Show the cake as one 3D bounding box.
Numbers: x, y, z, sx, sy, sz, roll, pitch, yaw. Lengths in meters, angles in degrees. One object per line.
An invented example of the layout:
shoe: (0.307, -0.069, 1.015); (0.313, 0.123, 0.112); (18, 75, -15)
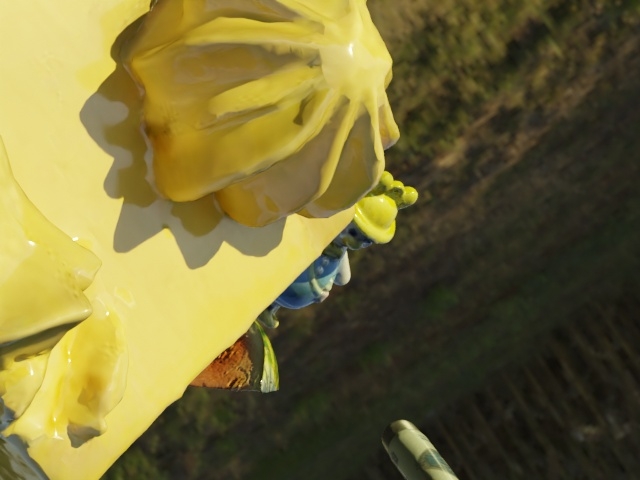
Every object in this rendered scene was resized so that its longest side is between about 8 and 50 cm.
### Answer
cake: (-0.128, -0.035, 0.592); (0.227, 0.222, 0.286); (-46, -159, -29)

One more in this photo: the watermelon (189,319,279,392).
watermelon: (-0.091, 0.087, 1.176); (0.163, 0.069, 0.087); (7, -179, 32)

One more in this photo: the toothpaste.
toothpaste: (0.104, 0.216, 1.184); (0.039, 0.062, 0.239); (-47, -158, 2)

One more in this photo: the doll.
doll: (0.000, 0.001, 1.523); (0.241, 0.135, 0.099); (-37, -165, 25)
